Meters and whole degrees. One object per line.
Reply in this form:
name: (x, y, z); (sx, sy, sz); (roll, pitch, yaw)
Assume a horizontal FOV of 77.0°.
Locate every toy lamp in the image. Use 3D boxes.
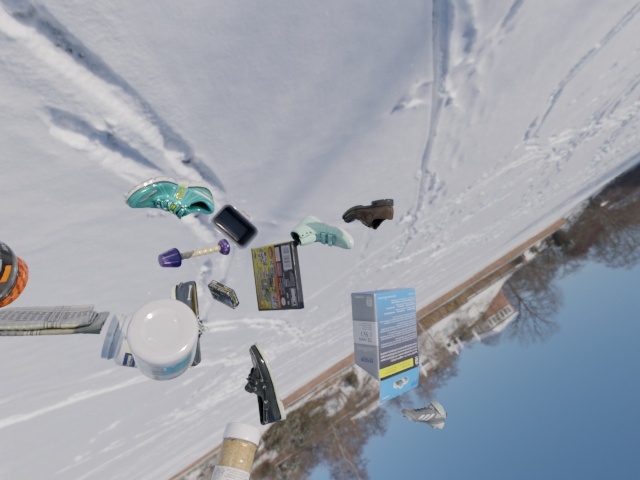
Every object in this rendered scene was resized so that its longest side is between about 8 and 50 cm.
toy lamp: (-0.489, 0.051, 1.565); (0.274, 0.080, 0.080); (-12, 155, -44)

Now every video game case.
video game case: (-0.182, 0.151, 1.675); (0.248, 0.275, 0.035); (-10, 175, 39)

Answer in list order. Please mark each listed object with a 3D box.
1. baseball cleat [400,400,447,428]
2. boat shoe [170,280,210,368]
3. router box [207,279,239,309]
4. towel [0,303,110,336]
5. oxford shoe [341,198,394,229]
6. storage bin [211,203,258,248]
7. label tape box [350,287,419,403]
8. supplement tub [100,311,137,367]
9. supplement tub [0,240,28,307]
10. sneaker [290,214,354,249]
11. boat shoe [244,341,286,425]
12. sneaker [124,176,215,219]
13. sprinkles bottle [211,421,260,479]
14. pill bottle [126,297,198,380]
baseball cleat: (0.420, 0.689, 1.626); (0.110, 0.205, 0.072); (-66, -159, -4)
boat shoe: (-0.384, 0.245, 1.199); (0.079, 0.255, 0.095); (-15, 160, -1)
router box: (-0.399, 0.223, 1.658); (0.038, 0.122, 0.092); (-50, 148, -35)
towel: (-0.836, 0.240, 1.244); (0.324, 0.056, 0.312); (5, 177, -24)
oxford shoe: (0.165, -0.083, 1.453); (0.082, 0.096, 0.227); (0, 173, -42)
storage bin: (-0.267, -0.050, 1.248); (0.098, 0.135, 0.091); (-50, -160, -9)
label tape box: (0.228, 0.345, 1.390); (0.115, 0.348, 0.249); (-4, 176, 44)
supplement tub: (-0.775, 0.453, 1.802); (0.324, 0.236, 0.235); (15, 144, -17)
supplement tub: (-0.951, 0.060, 1.026); (0.207, 0.207, 0.338); (-30, 158, -5)
sneaker: (0.000, 0.000, 1.612); (0.151, 0.255, 0.094); (-42, 144, -37)
boat shoe: (-0.229, 0.550, 1.519); (0.113, 0.340, 0.127); (-20, -158, -19)
sneaker: (-0.440, -0.122, 1.216); (0.275, 0.110, 0.107); (-7, 152, -46)
sprinkles bottle: (-0.285, 0.763, 1.246); (0.121, 0.356, 0.121); (7, 141, 6)
pill bottle: (-0.369, 0.247, 0.956); (0.146, 0.146, 0.264); (-22, 162, -29)
